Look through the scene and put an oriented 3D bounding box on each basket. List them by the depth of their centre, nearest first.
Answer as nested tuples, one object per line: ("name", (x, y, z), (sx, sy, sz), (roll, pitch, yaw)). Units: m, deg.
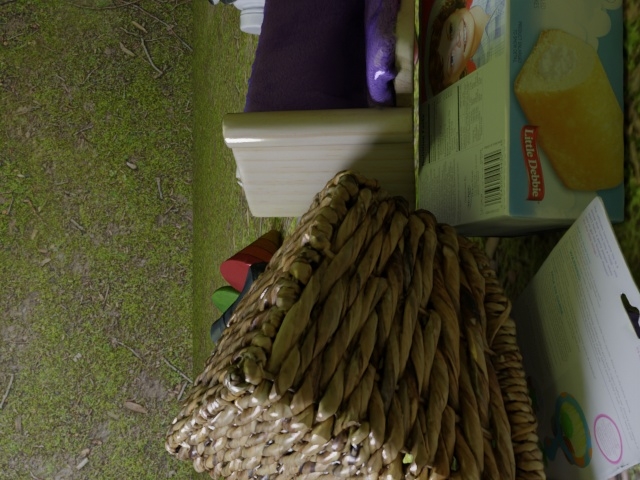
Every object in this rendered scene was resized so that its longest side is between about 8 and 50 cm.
("basket", (0.038, 0.105, 0.608), (0.213, 0.223, 0.299), (-62, 6, -29))

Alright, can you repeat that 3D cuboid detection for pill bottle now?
("pill bottle", (-0.101, -0.492, 1.419), (0.117, 0.117, 0.214), (-163, 76, -74))

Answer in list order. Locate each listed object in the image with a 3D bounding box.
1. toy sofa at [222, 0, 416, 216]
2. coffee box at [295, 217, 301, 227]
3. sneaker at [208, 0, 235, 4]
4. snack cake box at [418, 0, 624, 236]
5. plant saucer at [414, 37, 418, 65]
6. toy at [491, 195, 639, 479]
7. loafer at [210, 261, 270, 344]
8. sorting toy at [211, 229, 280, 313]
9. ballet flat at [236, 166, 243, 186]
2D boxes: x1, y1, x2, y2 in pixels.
("toy sofa", (0.013, -0.206, 0.705), (0.177, 0.150, 0.362), (80, -167, -51))
("coffee box", (0.014, 0.128, 0.933), (0.168, 0.119, 0.297), (-104, 22, -47))
("sneaker", (-0.126, -0.488, 1.269), (0.158, 0.182, 0.410), (64, 174, -29))
("snack cake box", (0.139, -0.137, 0.570), (0.152, 0.089, 0.264), (166, 105, -76))
("plant saucer", (0.042, -0.246, 1.011), (0.258, 0.048, 0.259), (115, 153, -55))
("toy", (0.170, 0.089, 0.501), (0.237, 0.056, 0.136), (108, 154, -59))
("loafer", (-0.099, 0.116, 0.980), (0.076, 0.078, 0.223), (-100, 19, -46))
("sorting toy", (-0.137, 0.086, 1.581), (0.126, 0.127, 0.365), (-63, -1, -30))
("ballet flat", (-0.087, -0.116, 1.335), (0.348, 0.123, 0.123), (-156, 68, -74))
